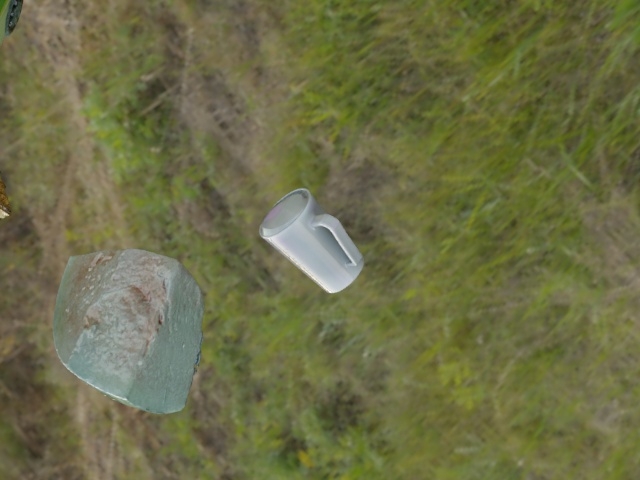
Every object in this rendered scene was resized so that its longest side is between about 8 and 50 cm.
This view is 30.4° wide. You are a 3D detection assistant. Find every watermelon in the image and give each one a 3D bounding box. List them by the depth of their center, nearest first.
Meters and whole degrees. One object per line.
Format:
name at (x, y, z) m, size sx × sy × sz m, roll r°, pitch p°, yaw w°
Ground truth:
watermelon at (-0.306, 0.129, 1.995) m, size 0.228 × 0.258 × 0.387 m, roll 28°, pitch -160°, yaw -33°

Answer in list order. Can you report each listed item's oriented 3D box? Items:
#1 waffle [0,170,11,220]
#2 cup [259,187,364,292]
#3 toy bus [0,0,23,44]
waffle at (-0.513, -0.101, 1.734) m, size 0.148 × 0.042 × 0.102 m, roll 65°, pitch -168°, yaw 25°
cup at (0.000, 0.000, 1.331) m, size 0.116 × 0.074 × 0.104 m, roll 46°, pitch 150°, yaw -24°
toy bus at (-0.332, -0.307, 1.119) m, size 0.134 × 0.276 × 0.164 m, roll 16°, pitch 147°, yaw -5°
